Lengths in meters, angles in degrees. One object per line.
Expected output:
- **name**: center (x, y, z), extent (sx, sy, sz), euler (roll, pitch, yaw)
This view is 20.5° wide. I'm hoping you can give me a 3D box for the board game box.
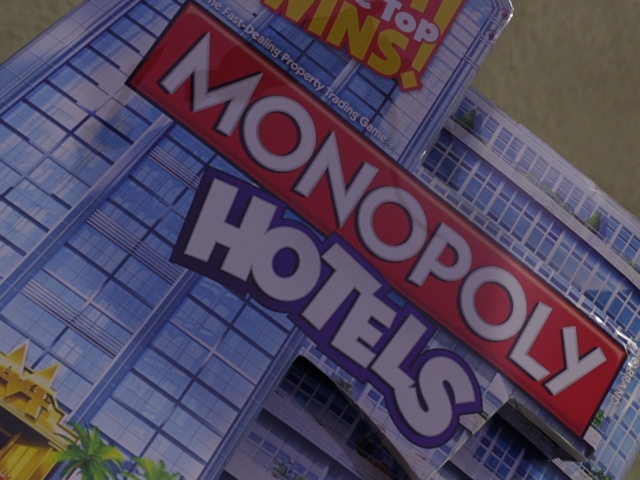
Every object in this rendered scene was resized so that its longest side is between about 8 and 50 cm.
- **board game box**: center (0.000, 0.000, 0.397), extent (0.194, 0.060, 0.194), euler (37, 69, -10)
